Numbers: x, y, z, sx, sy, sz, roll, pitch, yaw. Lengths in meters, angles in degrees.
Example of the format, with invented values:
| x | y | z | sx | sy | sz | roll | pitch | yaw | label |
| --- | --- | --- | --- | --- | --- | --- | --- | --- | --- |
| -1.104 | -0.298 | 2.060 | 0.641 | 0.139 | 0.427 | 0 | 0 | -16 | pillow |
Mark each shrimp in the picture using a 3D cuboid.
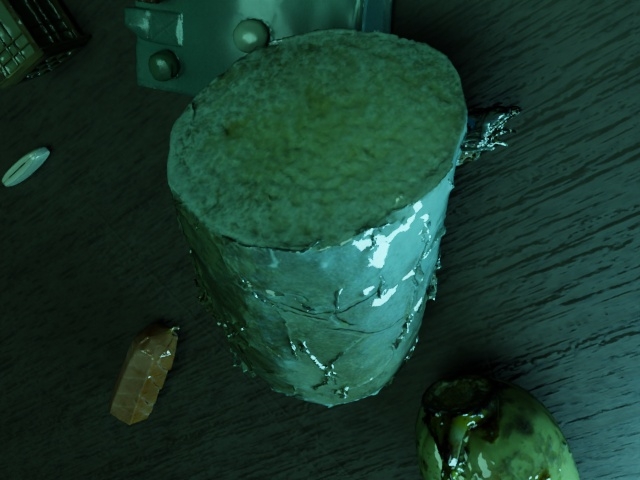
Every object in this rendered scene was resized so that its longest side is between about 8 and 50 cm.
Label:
| x | y | z | sx | sy | sz | roll | pitch | yaw | label |
| --- | --- | --- | --- | --- | --- | --- | --- | --- | --- |
| 0.117 | -0.091 | 0.770 | 0.076 | 0.082 | 0.174 | 47 | 130 | -9 | shrimp |

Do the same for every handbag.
| x | y | z | sx | sy | sz | roll | pitch | yaw | label |
| --- | --- | --- | --- | --- | --- | --- | --- | --- | --- |
| -0.070 | -0.255 | 0.757 | 0.274 | 0.100 | 0.268 | 13 | 119 | 17 | handbag |

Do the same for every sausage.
| x | y | z | sx | sy | sz | roll | pitch | yaw | label |
| --- | --- | --- | --- | --- | --- | --- | --- | --- | --- |
| -0.236 | 0.175 | 1.061 | 0.065 | 0.065 | 0.169 | 32 | 124 | 6 | sausage |

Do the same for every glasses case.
| x | y | z | sx | sy | sz | roll | pitch | yaw | label |
| --- | --- | --- | --- | --- | --- | --- | --- | --- | --- |
| -0.378 | -0.094 | 1.009 | 0.083 | 0.032 | 0.021 | -32 | 96 | 32 | glasses case |

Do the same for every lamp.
| x | y | z | sx | sy | sz | roll | pitch | yaw | label |
| --- | --- | --- | --- | --- | --- | --- | --- | --- | --- |
| -0.395 | -0.333 | 0.869 | 0.090 | 0.089 | 0.325 | -25 | 101 | 32 | lamp |

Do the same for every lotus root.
| x | y | z | sx | sy | sz | roll | pitch | yaw | label |
| --- | --- | --- | --- | --- | --- | --- | --- | --- | --- |
| 0.199 | 0.287 | 0.875 | 0.173 | 0.173 | 0.309 | -10 | 109 | 27 | lotus root |

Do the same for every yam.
| x | y | z | sx | sy | sz | roll | pitch | yaw | label |
| --- | --- | --- | --- | --- | --- | --- | --- | --- | --- |
| 0.000 | 0.000 | 0.729 | 0.241 | 0.241 | 0.348 | 18 | 147 | 15 | yam |
